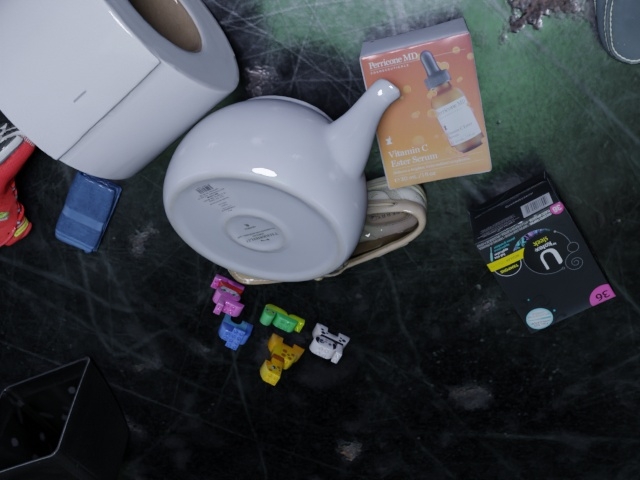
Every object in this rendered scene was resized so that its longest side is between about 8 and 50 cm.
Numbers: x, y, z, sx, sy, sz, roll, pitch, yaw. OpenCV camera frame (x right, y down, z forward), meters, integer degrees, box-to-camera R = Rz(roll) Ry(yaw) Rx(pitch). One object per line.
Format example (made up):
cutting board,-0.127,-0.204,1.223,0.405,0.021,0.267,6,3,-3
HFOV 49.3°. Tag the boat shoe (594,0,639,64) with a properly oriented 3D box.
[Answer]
boat shoe,0.345,-0.293,0.696,0.116,0.099,0.319,16,147,13

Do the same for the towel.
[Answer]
towel,-0.337,-0.042,1.006,0.067,0.029,0.119,27,118,-8

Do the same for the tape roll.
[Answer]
tape roll,-0.235,-0.213,0.783,0.169,0.246,0.246,-35,109,22

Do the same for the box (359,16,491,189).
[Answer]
box,0.129,-0.166,0.851,0.130,0.091,0.170,-11,116,12

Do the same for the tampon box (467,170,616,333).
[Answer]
tampon box,0.289,0.016,0.921,0.120,0.101,0.161,-30,111,21

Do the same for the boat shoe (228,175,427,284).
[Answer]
boat shoe,0.000,0.000,0.948,0.302,0.098,0.109,-18,114,15

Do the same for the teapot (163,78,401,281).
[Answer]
teapot,-0.057,-0.081,0.836,0.256,0.187,0.252,12,147,2

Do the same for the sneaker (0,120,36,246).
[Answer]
sneaker,-0.461,-0.055,0.992,0.118,0.107,0.279,29,122,-29

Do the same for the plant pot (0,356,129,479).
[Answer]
plant pot,-0.421,0.333,1.136,0.188,0.187,0.167,-22,126,17

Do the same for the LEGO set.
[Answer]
LEGO set,-0.078,0.153,1.040,0.227,0.093,0.087,26,118,-7
